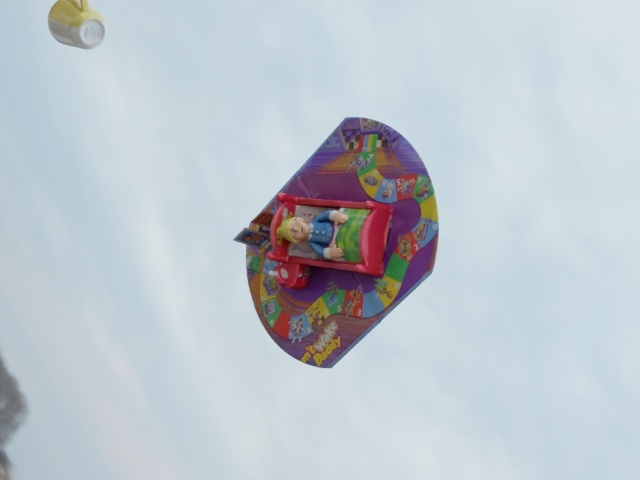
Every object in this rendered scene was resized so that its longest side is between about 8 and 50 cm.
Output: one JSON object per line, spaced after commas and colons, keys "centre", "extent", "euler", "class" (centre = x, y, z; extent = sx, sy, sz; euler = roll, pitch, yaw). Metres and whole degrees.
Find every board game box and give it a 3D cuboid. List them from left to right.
{"centre": [0.000, 0.000, 0.643], "extent": [0.168, 0.033, 0.133], "euler": [-46, -125, 27], "class": "board game box"}

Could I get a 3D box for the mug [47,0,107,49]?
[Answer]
{"centre": [-0.295, -0.266, 1.199], "extent": [0.064, 0.062, 0.078], "euler": [34, -15, 46], "class": "mug"}
